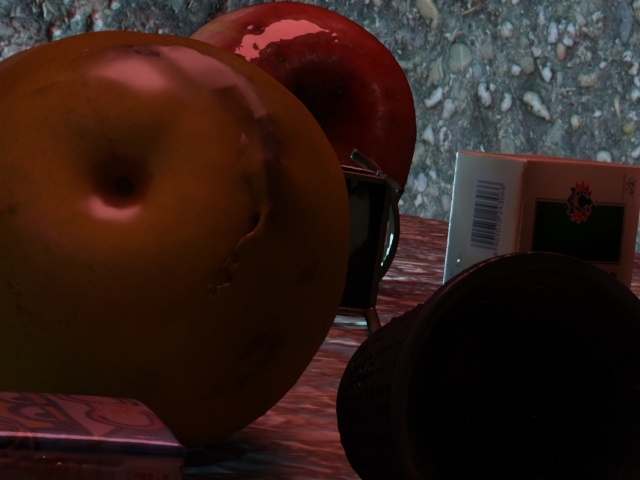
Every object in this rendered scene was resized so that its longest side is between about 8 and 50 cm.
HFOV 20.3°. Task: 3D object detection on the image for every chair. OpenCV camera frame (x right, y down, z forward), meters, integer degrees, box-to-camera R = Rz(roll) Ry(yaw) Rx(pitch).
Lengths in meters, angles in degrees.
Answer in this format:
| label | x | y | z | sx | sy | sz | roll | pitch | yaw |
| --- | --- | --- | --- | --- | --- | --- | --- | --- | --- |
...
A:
| label | x | y | z | sx | sy | sz | roll | pitch | yaw |
| --- | --- | --- | --- | --- | --- | --- | --- | --- | --- |
| chair | 0.000 | 0.000 | 1.918 | 0.166 | 0.188 | 0.272 | 8 | 8 | 3 |

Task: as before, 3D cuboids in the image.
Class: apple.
| label | x | y | z | sx | sy | sz | roll | pitch | yaw |
| --- | --- | --- | --- | --- | --- | --- | --- | --- | --- |
| apple | -0.066 | -0.123 | 2.313 | 0.364 | 0.364 | 0.364 | 7 | 4 | -1 |

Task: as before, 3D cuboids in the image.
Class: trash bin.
| label | x | y | z | sx | sy | sz | roll | pitch | yaw |
| --- | --- | --- | --- | --- | --- | --- | --- | --- | --- |
| trash bin | 0.091 | 0.100 | 1.012 | 0.175 | 0.175 | 0.161 | 5 | -8 | -20 |

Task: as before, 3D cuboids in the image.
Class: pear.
| label | x | y | z | sx | sy | sz | roll | pitch | yaw |
| --- | --- | --- | --- | --- | --- | --- | --- | --- | --- |
| pear | -0.125 | -0.001 | 1.164 | 0.285 | 0.285 | 0.336 | 6 | 2 | -15 |

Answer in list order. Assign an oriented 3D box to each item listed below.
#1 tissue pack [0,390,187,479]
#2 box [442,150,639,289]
| label | x | y | z | sx | sy | sz | roll | pitch | yaw |
| --- | --- | --- | --- | --- | --- | --- | --- | --- | --- |
| tissue pack | -0.158 | 0.116 | 0.926 | 0.155 | 0.065 | 0.115 | 7 | 6 | -18 |
| box | 0.202 | 0.029 | 1.635 | 0.168 | 0.212 | 0.095 | 1 | 6 | -42 |
